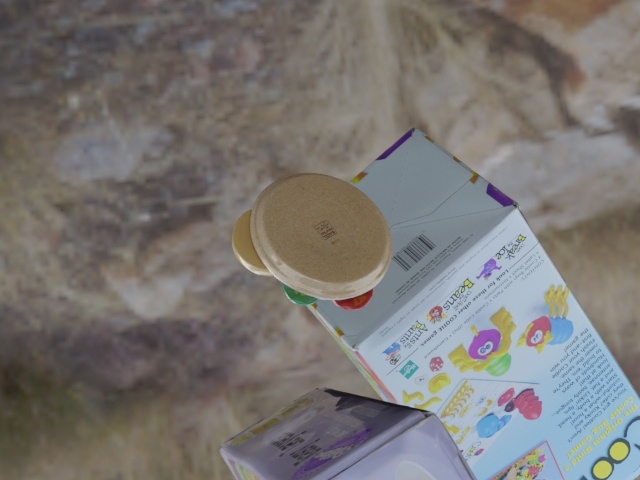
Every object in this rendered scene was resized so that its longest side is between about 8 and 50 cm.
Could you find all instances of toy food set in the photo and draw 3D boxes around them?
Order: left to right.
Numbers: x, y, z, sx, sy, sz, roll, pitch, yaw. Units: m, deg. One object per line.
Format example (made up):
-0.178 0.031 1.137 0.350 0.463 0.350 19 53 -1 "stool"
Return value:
0.000 0.000 0.896 0.083 0.082 0.020 -48 172 -37 "toy food set"

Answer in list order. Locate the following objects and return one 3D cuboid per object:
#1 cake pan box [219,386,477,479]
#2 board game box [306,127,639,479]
0.062 0.189 0.694 0.070 0.267 0.246 -31 -176 -8 "cake pan box"
0.109 0.080 1.188 0.144 0.142 0.275 -40 127 -4 "board game box"
